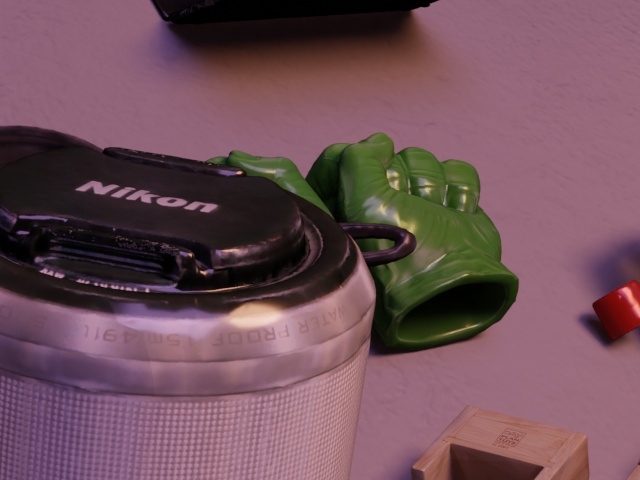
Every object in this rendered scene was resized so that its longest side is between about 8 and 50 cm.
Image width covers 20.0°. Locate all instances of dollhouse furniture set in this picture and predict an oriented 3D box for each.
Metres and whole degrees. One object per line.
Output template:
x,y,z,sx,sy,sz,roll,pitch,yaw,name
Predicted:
0.171,0.179,1.111,0.184,0.129,0.129,12,33,31,dollhouse furniture set

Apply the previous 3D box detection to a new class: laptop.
-0.010,-0.243,1.404,0.234,0.264,0.136,-9,89,-32,laptop

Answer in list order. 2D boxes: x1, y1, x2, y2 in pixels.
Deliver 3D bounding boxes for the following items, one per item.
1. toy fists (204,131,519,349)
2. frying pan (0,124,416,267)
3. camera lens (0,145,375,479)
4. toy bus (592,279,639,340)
0.000,0.000,1.199,0.279,0.096,0.142,-10,52,-31,toy fists
-0.130,-0.003,1.093,0.326,0.053,0.197,-23,65,-13,frying pan
-0.095,0.106,0.869,0.219,0.274,0.219,7,20,-2,camera lens
0.313,0.042,1.299,0.191,0.202,0.104,32,10,15,toy bus
